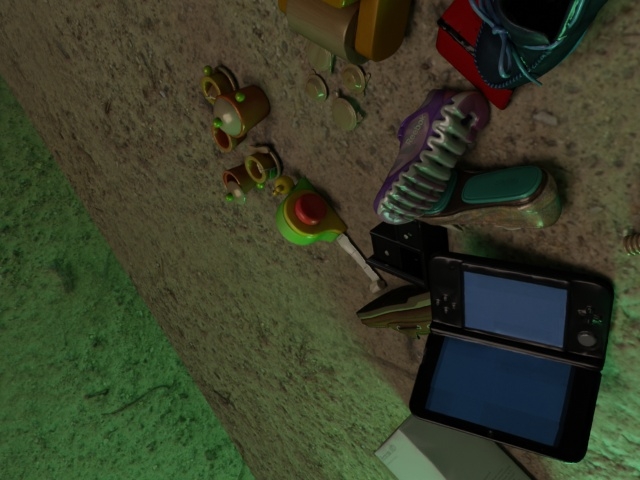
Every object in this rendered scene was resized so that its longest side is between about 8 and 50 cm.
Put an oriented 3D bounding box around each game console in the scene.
[{"bbox_3d":[0.295,0.179,1.052,0.293,0.173,0.250,10,129,27],"label":"game console"},{"bbox_3d":[0.238,-0.273,0.912,0.144,0.085,0.124,47,117,11],"label":"game console"}]

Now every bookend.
[{"bbox_3d":[0.154,-0.011,1.222,0.156,0.072,0.157,24,137,41],"label":"bookend"}]

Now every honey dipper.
[{"bbox_3d":[0.471,-0.009,0.841,0.161,0.030,0.030,-21,102,54],"label":"honey dipper"}]

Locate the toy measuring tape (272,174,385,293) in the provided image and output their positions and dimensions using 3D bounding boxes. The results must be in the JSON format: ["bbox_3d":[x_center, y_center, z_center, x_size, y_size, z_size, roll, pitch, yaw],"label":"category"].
[{"bbox_3d":[0.000,0.000,1.403,0.330,0.121,0.121,53,149,3],"label":"toy measuring tape"}]

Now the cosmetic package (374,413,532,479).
[{"bbox_3d":[0.323,0.541,1.448,0.385,0.156,0.217,43,149,17],"label":"cosmetic package"}]

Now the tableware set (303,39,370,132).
[{"bbox_3d":[0.023,-0.285,1.186,0.169,0.020,0.141,44,146,19],"label":"tableware set"}]

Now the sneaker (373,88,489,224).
[{"bbox_3d":[0.154,-0.136,1.011,0.095,0.236,0.104,24,-166,-45],"label":"sneaker"}]

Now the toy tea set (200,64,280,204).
[{"bbox_3d":[-0.199,-0.211,1.455,0.200,0.124,0.335,25,138,39],"label":"toy tea set"}]

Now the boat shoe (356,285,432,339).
[{"bbox_3d":[0.183,0.151,1.302,0.104,0.111,0.307,59,149,-5],"label":"boat shoe"}]

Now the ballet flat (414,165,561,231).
[{"bbox_3d":[0.238,-0.057,1.045,0.106,0.107,0.316,40,162,-34],"label":"ballet flat"}]

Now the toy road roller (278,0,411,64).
[{"bbox_3d":[-0.009,-0.394,0.907,0.203,0.241,0.329,37,145,27],"label":"toy road roller"}]

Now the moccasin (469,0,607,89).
[{"bbox_3d":[0.229,-0.270,0.699,0.137,0.117,0.342,56,163,13],"label":"moccasin"}]
